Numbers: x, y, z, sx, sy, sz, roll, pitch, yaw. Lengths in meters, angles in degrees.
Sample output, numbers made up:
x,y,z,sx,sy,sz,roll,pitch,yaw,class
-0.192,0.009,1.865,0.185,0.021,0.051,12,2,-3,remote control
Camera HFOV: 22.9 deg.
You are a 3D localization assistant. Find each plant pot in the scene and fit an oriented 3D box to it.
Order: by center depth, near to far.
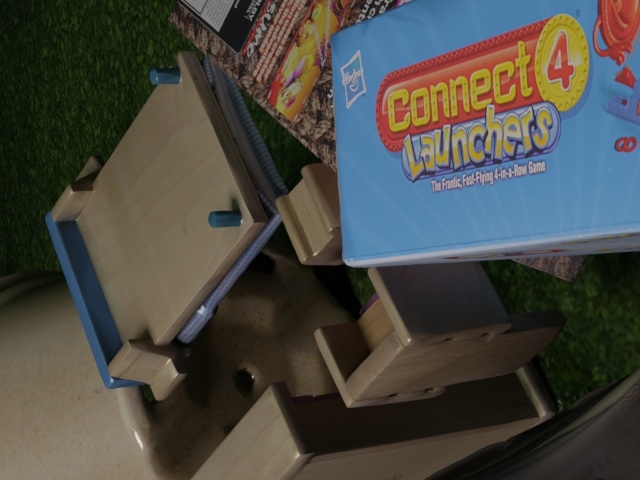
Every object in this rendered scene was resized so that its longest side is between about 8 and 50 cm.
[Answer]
x,y,z,sx,sy,sz,roll,pitch,yaw,class
-0.130,0.142,1.235,0.305,0.334,0.334,-27,68,49,plant pot

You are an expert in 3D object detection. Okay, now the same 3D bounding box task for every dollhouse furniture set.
x,y,z,sx,sy,sz,roll,pitch,yaw,class
0.000,0.000,0.990,0.286,0.198,0.303,-51,55,42,dollhouse furniture set

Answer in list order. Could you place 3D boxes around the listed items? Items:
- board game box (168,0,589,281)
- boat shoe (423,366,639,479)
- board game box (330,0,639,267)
x,y,z,sx,sy,sz,roll,pitch,yaw,class
0.070,-0.155,0.868,0.232,0.141,0.291,-62,34,13,board game box
0.090,0.165,0.751,0.132,0.355,0.130,62,171,9,boat shoe
0.204,-0.048,0.498,0.308,0.302,0.086,-8,85,63,board game box
